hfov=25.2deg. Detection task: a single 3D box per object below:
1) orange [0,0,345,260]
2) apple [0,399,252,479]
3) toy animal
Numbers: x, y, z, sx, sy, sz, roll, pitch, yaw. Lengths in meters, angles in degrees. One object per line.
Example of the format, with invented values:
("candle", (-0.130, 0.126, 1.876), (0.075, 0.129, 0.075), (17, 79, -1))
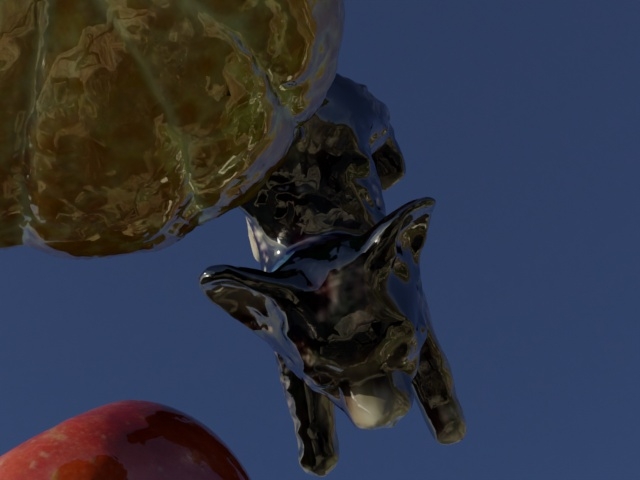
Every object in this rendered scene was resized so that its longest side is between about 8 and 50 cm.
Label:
("orange", (-0.146, -0.149, 0.856), (0.329, 0.249, 0.329), (0, -101, 0))
("apple", (-0.166, 0.252, 1.079), (0.260, 0.260, 0.217), (-34, -102, 17))
("toy animal", (0.000, 0.000, 1.185), (0.194, 0.344, 0.303), (-19, -30, 2))
